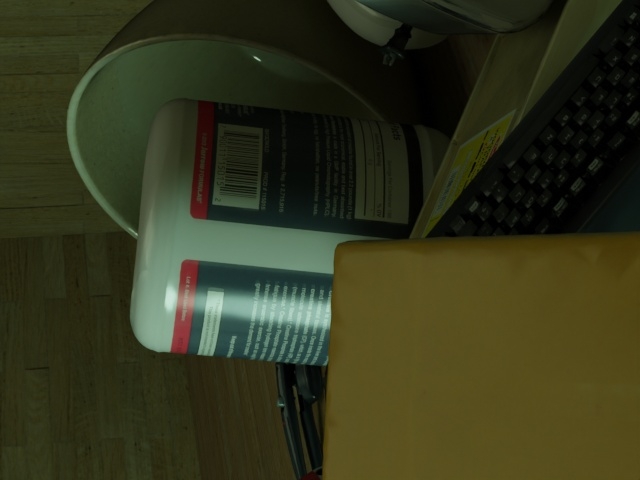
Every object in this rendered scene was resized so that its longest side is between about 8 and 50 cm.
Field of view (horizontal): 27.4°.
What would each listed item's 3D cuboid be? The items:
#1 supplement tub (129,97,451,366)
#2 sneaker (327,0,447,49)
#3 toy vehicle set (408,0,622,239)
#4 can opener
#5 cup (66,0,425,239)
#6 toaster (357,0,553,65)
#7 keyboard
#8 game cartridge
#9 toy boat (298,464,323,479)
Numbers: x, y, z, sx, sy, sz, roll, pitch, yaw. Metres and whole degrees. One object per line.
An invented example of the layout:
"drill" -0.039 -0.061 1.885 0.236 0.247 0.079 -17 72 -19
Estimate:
"supplement tub" 0.000 0.000 0.989 0.191 0.272 0.191 -174 90 -83
"sneaker" 0.045 -0.332 1.056 0.150 0.135 0.366 87 174 -64
"toy vehicle set" 0.104 -0.033 0.818 0.267 0.035 0.166 -66 7 -10
"can opener" -0.029 0.243 1.787 0.073 0.059 0.186 144 123 -76
"cup" -0.042 -0.144 1.242 0.331 0.331 0.237 102 -176 -53
"toaster" 0.091 -0.215 0.813 0.227 0.129 0.146 -68 19 5
"keyboard" 0.116 0.004 0.641 0.317 0.033 0.201 -52 32 14
"game cartridge" 0.133 0.138 0.504 0.324 0.053 0.285 -1 84 39
"toy boat" 0.043 0.233 1.008 0.231 0.151 0.151 37 145 59
